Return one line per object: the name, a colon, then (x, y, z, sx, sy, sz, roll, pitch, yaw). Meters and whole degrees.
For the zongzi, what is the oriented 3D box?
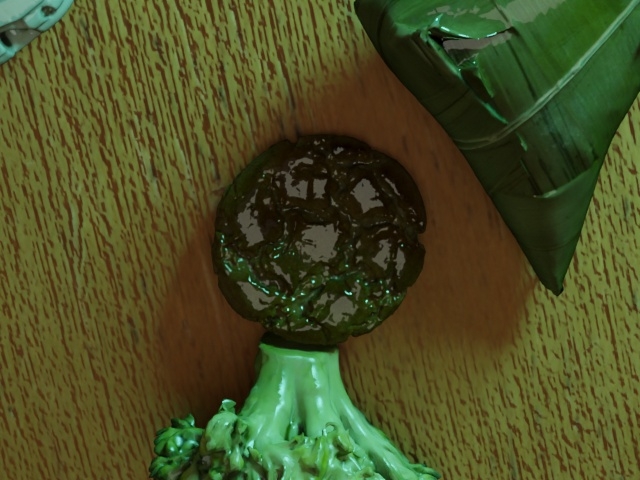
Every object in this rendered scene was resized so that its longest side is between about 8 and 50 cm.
zongzi: (0.305, -0.201, 1.761, 0.447, 0.181, 0.418, -32, 120, 3)

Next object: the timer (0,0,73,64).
timer: (-0.372, -0.266, 1.736, 0.262, 0.087, 0.237, -36, 105, 8)

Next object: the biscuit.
biscuit: (0.000, 0.000, 1.837, 0.226, 0.042, 0.226, 0, 93, -5)

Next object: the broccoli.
broccoli: (-0.016, 0.212, 1.843, 0.248, 0.288, 0.246, 4, 92, 35)
